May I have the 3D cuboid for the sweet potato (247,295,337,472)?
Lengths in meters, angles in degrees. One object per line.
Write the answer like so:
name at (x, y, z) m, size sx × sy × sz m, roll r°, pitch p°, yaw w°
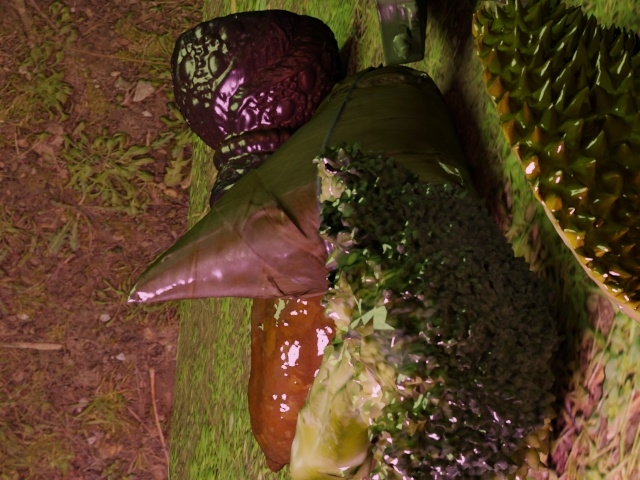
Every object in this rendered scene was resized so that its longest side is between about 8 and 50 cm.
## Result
sweet potato at (-0.013, 0.148, 1.922) m, size 0.158 × 0.158 × 0.369 m, roll -115°, pitch 30°, yaw -66°

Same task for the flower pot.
flower pot at (-0.088, -0.181, 2.370) m, size 0.266 × 0.267 × 0.267 m, roll 130°, pitch 134°, yaw -64°

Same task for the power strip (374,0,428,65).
power strip at (0.101, -0.286, 1.890) m, size 0.288 × 0.053 × 0.093 m, roll -78°, pitch -20°, yaw -63°

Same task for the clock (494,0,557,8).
clock at (0.111, -0.372, 1.542) m, size 0.166 × 0.310 × 0.235 m, roll -102°, pitch 24°, yaw -57°

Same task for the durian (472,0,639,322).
durian at (0.210, -0.093, 1.325) m, size 0.169 × 0.158 × 0.351 m, roll 96°, pitch 168°, yaw -46°

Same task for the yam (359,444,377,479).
yam at (0.058, 0.241, 1.838) m, size 0.084 × 0.084 × 0.127 m, roll 122°, pitch 139°, yaw -58°

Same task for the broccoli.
broccoli at (0.076, 0.149, 1.489) m, size 0.353 × 0.275 × 0.397 m, roll -91°, pitch 19°, yaw -65°

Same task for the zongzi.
zongzi at (-0.023, -0.064, 1.775) m, size 0.356 × 0.393 × 0.174 m, roll -96°, pitch -6°, yaw -57°
